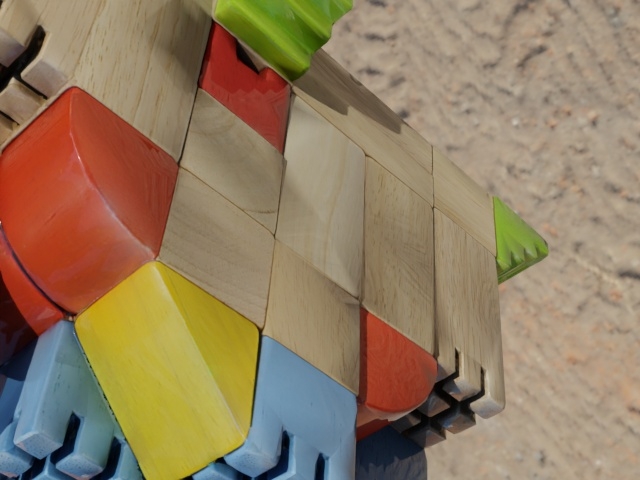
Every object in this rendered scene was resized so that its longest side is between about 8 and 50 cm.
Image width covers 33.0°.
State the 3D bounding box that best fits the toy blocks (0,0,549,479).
[{"bbox_3d":[-0.051,0.012,0.442,0.381,0.190,0.261,37,-144,-28],"label":"toy blocks"}]
